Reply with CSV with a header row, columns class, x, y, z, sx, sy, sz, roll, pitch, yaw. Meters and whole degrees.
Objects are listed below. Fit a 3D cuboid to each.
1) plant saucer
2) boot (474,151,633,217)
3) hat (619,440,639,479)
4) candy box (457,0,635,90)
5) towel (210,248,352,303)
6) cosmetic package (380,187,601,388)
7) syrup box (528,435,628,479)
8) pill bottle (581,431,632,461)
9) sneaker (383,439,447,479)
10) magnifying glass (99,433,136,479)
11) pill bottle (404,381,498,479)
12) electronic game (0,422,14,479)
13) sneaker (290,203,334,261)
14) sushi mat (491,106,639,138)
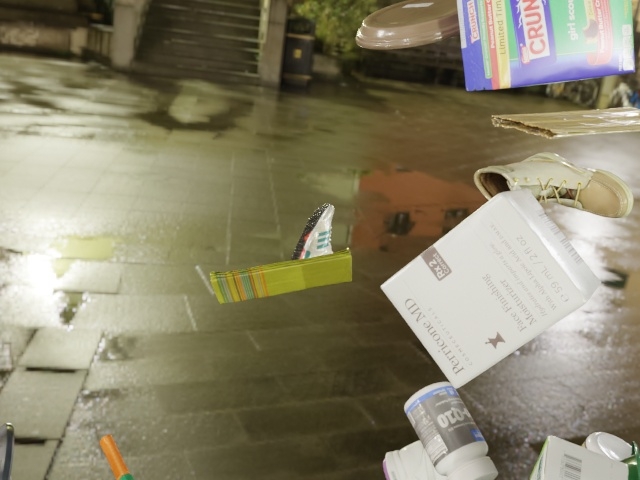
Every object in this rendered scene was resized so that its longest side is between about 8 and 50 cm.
class,x,y,z,sx,sy,sz,roll,pitch,yaw
plant saucer,0.206,-0.463,1.589,0.278,0.041,0.278,-12,27,6
boot,0.371,-0.079,1.221,0.165,0.077,0.213,-12,30,-30
hat,0.374,0.397,1.120,0.184,0.208,0.173,-1,-28,19
candy box,0.419,-0.427,1.414,0.317,0.268,0.122,-11,10,-20
towel,-0.064,0.062,1.293,0.237,0.102,0.021,-10,62,-3
cosmetic package,0.204,0.052,0.903,0.151,0.184,0.151,54,24,11
syrup box,0.271,0.356,0.887,0.096,0.236,0.093,19,32,12
pill bottle,0.502,0.471,1.415,0.117,0.214,0.117,19,23,-9
sneaker,0.239,0.519,1.427,0.152,0.305,0.114,-27,-18,2
magnifying glass,-0.361,0.469,1.436,0.026,0.092,0.231,7,39,-53
pill bottle,0.177,0.267,1.026,0.078,0.078,0.137,-3,50,-33
electronic game,-0.610,0.461,1.432,0.048,0.229,0.229,12,13,-25
sneaker,0.000,0.000,1.662,0.075,0.161,0.057,30,-10,-22
sushi mat,0.455,-0.195,1.253,0.317,0.019,0.151,-7,20,-24
